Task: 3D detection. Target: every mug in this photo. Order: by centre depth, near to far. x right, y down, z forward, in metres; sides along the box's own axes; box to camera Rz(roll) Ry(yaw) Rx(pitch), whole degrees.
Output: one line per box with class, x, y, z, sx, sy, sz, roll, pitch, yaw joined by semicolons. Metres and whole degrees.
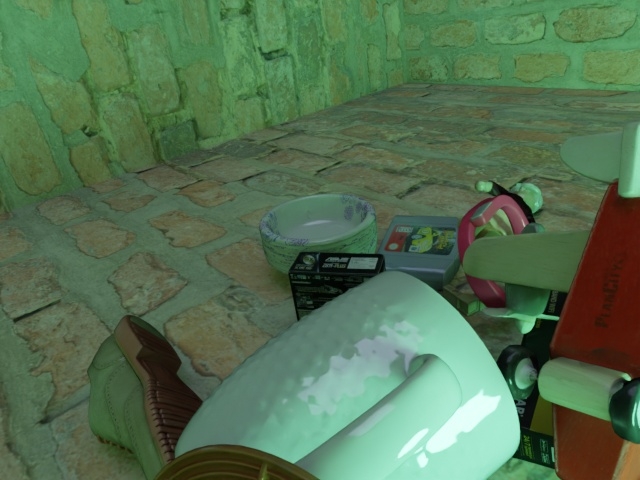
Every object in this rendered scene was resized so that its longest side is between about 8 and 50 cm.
mug;0.022;0.213;0.498;0.327;0.374;0.276;-27;75;-19

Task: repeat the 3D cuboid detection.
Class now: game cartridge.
game cartridge;0.252;0.017;1.116;0.195;0.060;0.294;7;31;19

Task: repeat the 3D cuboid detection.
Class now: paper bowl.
paper bowl;0.000;0.000;1.113;0.283;0.148;0.284;-7;27;4

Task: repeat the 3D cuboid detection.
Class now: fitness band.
fitness band;0.365;0.023;0.907;0.054;0.209;0.290;-22;6;43

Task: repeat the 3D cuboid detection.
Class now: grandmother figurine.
grandmother figurine;0.471;-0.073;1.148;0.342;0.208;0.104;-24;-11;-43

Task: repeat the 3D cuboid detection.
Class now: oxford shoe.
oxford shoe;-0.275;0.287;0.717;0.146;0.140;0.397;-46;41;-4

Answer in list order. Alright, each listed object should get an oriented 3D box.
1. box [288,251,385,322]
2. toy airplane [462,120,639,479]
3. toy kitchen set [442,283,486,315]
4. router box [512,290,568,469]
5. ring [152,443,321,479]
box;0.040;0.105;0.905;0.179;0.148;0.078;0;29;18
toy airplane;0.385;0.053;0.535;0.384;0.272;0.386;-43;35;26
toy kitchen set;0.310;0.097;0.929;0.083;0.068;0.075;-20;30;-22
router box;0.419;0.189;0.644;0.242;0.081;0.309;2;36;35
ring;-0.042;0.324;0.334;0.336;0.337;0.032;9;9;30
